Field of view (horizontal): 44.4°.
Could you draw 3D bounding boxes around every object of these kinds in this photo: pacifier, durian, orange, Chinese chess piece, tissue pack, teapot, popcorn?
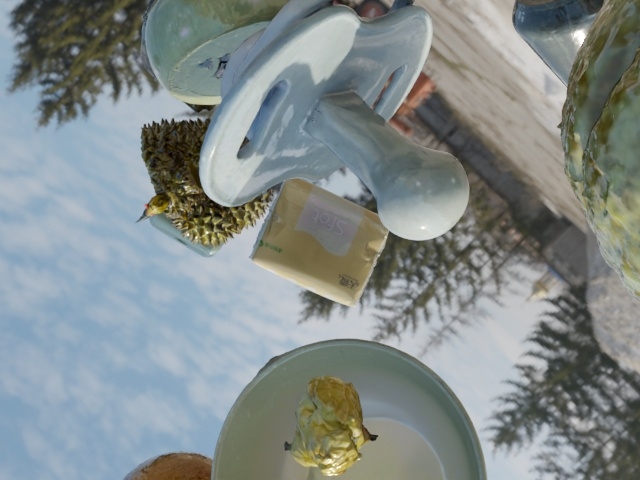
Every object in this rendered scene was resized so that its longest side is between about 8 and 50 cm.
[{"bbox_3d":[0.041,-0.099,0.670,0.226,0.238,0.287,46,-148,14],"label":"pacifier"},{"bbox_3d":[-0.149,-0.088,1.061,0.193,0.138,0.237,67,-159,-16],"label":"durian"},{"bbox_3d":[0.289,-0.106,0.522,0.368,0.271,0.210,-15,-112,-54],"label":"orange"},{"bbox_3d":[-0.081,-0.206,0.787,0.083,0.188,0.188,69,-163,9],"label":"Chinese chess piece"},{"bbox_3d":[-0.245,0.507,1.389,0.274,0.274,0.274,40,-168,-10],"label":"orange"},{"bbox_3d":[0.000,0.000,1.458,0.222,0.186,0.090,26,176,-6],"label":"tissue pack"},{"bbox_3d":[0.559,-0.378,1.502,0.344,0.300,0.253,52,-130,-31],"label":"teapot"},{"bbox_3d":[0.017,0.159,0.658,0.084,0.084,0.084,40,-168,-10],"label":"popcorn"}]

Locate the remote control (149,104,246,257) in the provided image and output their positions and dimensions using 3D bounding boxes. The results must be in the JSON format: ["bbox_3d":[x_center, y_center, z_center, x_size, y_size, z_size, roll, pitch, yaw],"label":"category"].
[{"bbox_3d":[-0.177,-0.120,1.400,0.140,0.296,0.056,33,156,-13],"label":"remote control"}]

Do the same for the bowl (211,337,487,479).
[{"bbox_3d":[0.041,0.246,0.804,0.277,0.277,0.145,48,-177,26],"label":"bowl"}]

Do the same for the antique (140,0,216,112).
[{"bbox_3d":[-0.102,-0.319,1.043,0.125,0.284,0.150,41,159,3],"label":"antique"}]
